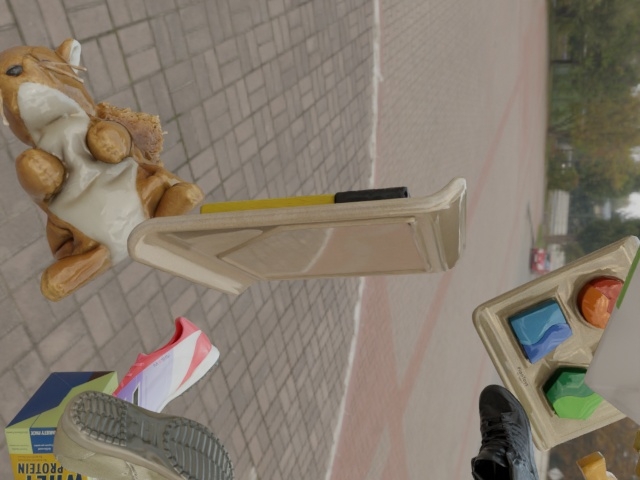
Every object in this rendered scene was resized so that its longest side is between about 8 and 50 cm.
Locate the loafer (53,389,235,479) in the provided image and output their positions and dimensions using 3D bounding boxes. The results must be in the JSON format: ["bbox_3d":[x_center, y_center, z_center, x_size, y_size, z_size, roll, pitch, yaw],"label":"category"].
[{"bbox_3d":[-0.231,0.287,0.758,0.268,0.092,0.102,38,25,-26],"label":"loafer"}]

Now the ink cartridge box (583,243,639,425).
[{"bbox_3d":[0.364,-0.015,0.411,0.353,0.119,0.207,-31,138,-26],"label":"ink cartridge box"}]

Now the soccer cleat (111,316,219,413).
[{"bbox_3d":[-0.328,0.275,1.029,0.318,0.109,0.116,-43,105,-33],"label":"soccer cleat"}]

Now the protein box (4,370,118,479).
[{"bbox_3d":[-0.486,0.394,1.108,0.200,0.136,0.201,-94,-177,-73],"label":"protein box"}]

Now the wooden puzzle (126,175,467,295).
[{"bbox_3d":[0.000,0.000,0.473,0.221,0.239,0.044,43,40,-71],"label":"wooden puzzle"}]

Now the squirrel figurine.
[{"bbox_3d":[-0.409,-0.146,0.991,0.370,0.281,0.397,55,-1,-7],"label":"squirrel figurine"}]

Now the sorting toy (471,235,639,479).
[{"bbox_3d":[0.357,0.176,0.711,0.307,0.229,0.041,62,6,-4],"label":"sorting toy"}]

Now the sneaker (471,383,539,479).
[{"bbox_3d":[0.186,0.222,0.580,0.089,0.051,0.170,33,40,-43],"label":"sneaker"}]
